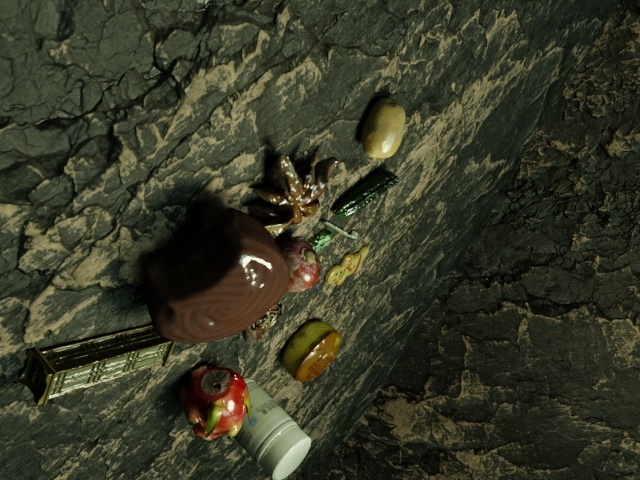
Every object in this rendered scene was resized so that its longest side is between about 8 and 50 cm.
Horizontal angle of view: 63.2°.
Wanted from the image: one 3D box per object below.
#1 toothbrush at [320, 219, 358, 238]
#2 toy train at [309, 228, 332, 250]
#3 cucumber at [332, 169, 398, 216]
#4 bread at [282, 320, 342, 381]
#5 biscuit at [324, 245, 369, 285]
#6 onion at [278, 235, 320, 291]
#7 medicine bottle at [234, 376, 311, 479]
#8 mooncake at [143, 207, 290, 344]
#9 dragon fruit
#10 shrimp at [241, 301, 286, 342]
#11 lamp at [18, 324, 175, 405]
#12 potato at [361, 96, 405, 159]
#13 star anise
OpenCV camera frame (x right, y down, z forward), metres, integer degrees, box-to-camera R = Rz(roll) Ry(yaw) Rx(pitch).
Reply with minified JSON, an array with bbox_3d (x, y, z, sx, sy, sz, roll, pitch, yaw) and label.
[{"bbox_3d":[0.068,-0.035,1.776,0.294,0.026,0.028,15,92,-63],"label":"toothbrush"},{"bbox_3d":[0.000,0.000,1.699,0.083,0.033,0.053,-28,140,-40],"label":"toy train"},{"bbox_3d":[0.147,-0.151,1.703,0.265,0.077,0.077,-38,150,-30],"label":"cucumber"},{"bbox_3d":[-0.031,0.446,2.074,0.270,0.148,0.270,-38,150,-27],"label":"bread"},{"bbox_3d":[0.099,0.108,2.003,0.234,0.030,0.153,-22,139,-47],"label":"biscuit"},{"bbox_3d":[-0.092,0.089,1.541,0.195,0.159,0.159,-42,163,35],"label":"onion"},{"bbox_3d":[-0.206,0.667,1.854,0.190,0.332,0.190,-39,151,-26],"label":"medicine bottle"},{"bbox_3d":[-0.229,0.089,1.192,0.326,0.174,0.334,-12,144,-26],"label":"mooncake"},{"bbox_3d":[-0.321,0.502,1.599,0.224,0.224,0.227,-31,131,-37],"label":"dragon fruit"},{"bbox_3d":[-0.183,0.200,1.551,0.145,0.116,0.343,-36,156,-34],"label":"shrimp"},{"bbox_3d":[-0.486,0.265,1.172,0.325,0.090,0.089,-5,127,-58],"label":"lamp"},{"bbox_3d":[0.184,-0.325,1.510,0.109,0.118,0.178,-97,-157,-77],"label":"potato"},{"bbox_3d":[-0.086,-0.098,1.353,0.349,0.109,0.292,-5,123,-55],"label":"star anise"}]
